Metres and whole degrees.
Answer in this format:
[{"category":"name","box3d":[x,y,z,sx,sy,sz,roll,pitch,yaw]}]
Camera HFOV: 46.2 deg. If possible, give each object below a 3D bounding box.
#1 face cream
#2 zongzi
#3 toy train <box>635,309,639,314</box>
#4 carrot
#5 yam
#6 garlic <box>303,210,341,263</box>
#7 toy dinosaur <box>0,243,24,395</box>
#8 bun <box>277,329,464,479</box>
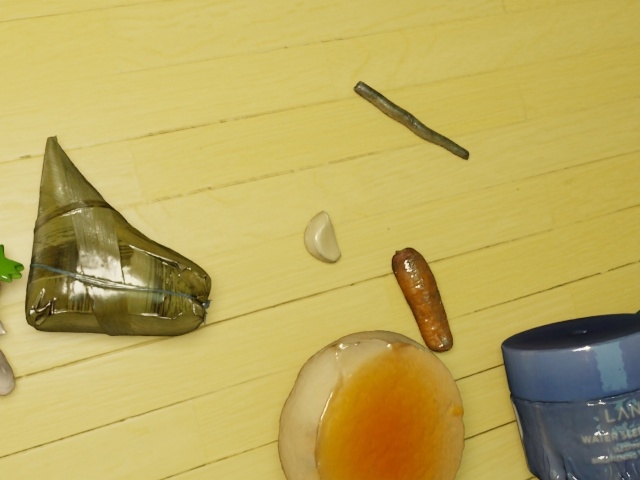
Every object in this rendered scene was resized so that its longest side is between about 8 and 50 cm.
[{"category":"face cream","box3d":[0.431,0.250,1.190,0.248,0.249,0.225,-14,91,-19]},{"category":"zongzi","box3d":[-0.272,-0.004,1.053,0.250,0.125,0.275,5,77,-17]},{"category":"toy train","box3d":[0.657,0.184,1.341,0.300,0.120,0.202,-31,91,-18]},{"category":"carrot","box3d":[0.170,0.098,1.221,0.060,0.060,0.186,-26,95,-19]},{"category":"yam","box3d":[0.156,-0.197,1.259,0.234,0.029,0.027,29,65,-14]},{"category":"garlic","box3d":[0.001,0.000,1.185,0.053,0.041,0.083,-28,102,-32]},{"category":"toy dinosaur","box3d":[-0.467,0.096,0.996,0.194,0.152,0.177,27,116,-5]},{"category":"bun","box3d":[0.061,0.275,1.111,0.298,0.164,0.299,1,87,-33]}]
